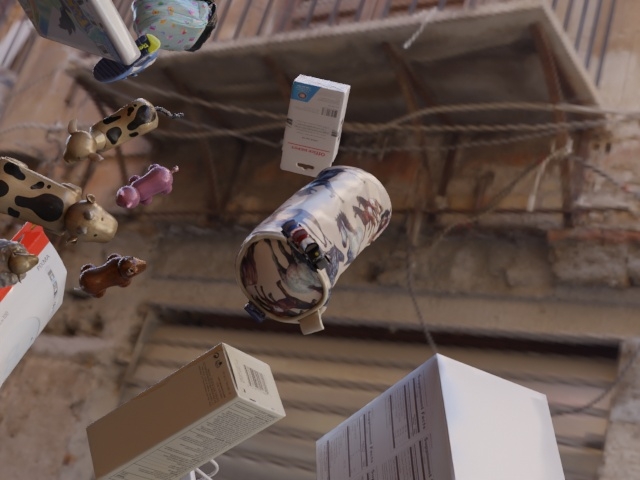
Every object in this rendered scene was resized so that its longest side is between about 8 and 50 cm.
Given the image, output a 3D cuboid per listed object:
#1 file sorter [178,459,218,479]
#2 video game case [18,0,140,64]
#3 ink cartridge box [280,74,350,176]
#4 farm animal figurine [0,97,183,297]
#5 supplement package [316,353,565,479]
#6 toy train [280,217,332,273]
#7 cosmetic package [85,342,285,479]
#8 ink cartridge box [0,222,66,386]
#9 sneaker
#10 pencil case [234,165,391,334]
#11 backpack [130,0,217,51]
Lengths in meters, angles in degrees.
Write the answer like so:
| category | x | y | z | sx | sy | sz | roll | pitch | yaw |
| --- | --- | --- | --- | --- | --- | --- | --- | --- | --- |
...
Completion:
| category | x | y | z | sx | sy | sz | roll | pitch | yaw |
| --- | --- | --- | --- | --- | --- | --- | --- | --- | --- |
| file sorter | -0.293 | 0.560 | 1.933 | 0.193 | 0.277 | 0.173 | -28 | -48 | 9 |
| video game case | -0.453 | -0.445 | 1.562 | 0.300 | 0.036 | 0.329 | 24 | -29 | 43 |
| ink cartridge box | -0.012 | -0.219 | 1.886 | 0.104 | 0.060 | 0.180 | 14 | -66 | 5 |
| farm animal figurine | -0.393 | -0.072 | 1.535 | 0.327 | 0.330 | 0.172 | 6 | 1 | -10 |
| supplement package | 0.151 | 0.315 | 1.261 | 0.199 | 0.198 | 0.263 | 23 | -47 | -28 |
| toy train | -0.021 | 0.002 | 1.123 | 0.036 | 0.027 | 0.158 | 57 | -5 | -18 |
| cosmetic package | -0.236 | 0.317 | 1.699 | 0.309 | 0.113 | 0.160 | -31 | -35 | 15 |
| ink cartridge box | -0.688 | 0.130 | 2.230 | 0.091 | 0.308 | 0.385 | 28 | -41 | 1 |
| sneaker | -0.367 | -0.336 | 1.855 | 0.053 | 0.144 | 0.059 | 51 | -24 | 11 |
| pencil case | 0.000 | 0.000 | 1.686 | 0.160 | 0.410 | 0.183 | -13 | -74 | 25 |
| backpack | -0.339 | -0.501 | 2.214 | 0.182 | 0.115 | 0.152 | 8 | -38 | -37 |
